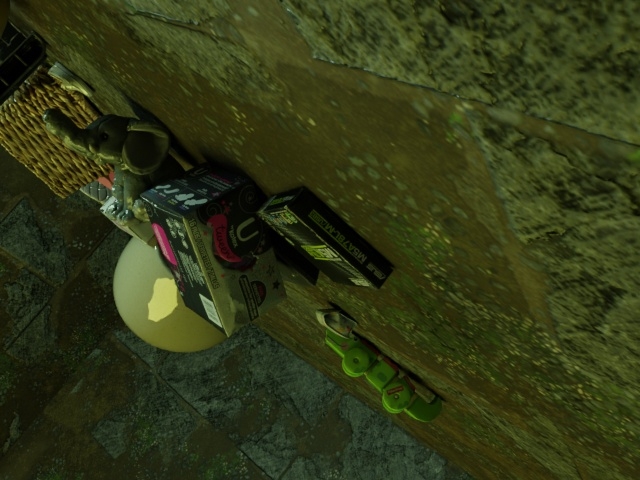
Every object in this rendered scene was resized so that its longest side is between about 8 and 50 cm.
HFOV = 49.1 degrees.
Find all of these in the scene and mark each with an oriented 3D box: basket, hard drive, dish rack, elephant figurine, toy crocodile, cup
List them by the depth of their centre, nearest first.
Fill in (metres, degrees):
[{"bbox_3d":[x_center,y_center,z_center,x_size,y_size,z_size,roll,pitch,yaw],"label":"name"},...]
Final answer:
[{"bbox_3d":[-0.342,-0.158,1.255,0.169,0.186,0.239,-4,119,20],"label":"elephant figurine"},{"bbox_3d":[-0.666,-0.375,1.262,0.271,0.208,0.074,46,173,-23],"label":"dish rack"},{"bbox_3d":[-0.104,0.016,1.393,0.172,0.054,0.254,43,166,-21],"label":"hard drive"},{"bbox_3d":[-0.294,0.060,1.574,0.331,0.331,0.237,38,151,3],"label":"cup"},{"bbox_3d":[-0.592,-0.285,1.609,0.299,0.223,0.213,54,-167,-51],"label":"basket"},{"bbox_3d":[0.146,0.327,1.728,0.340,0.105,0.115,40,169,15],"label":"toy crocodile"}]

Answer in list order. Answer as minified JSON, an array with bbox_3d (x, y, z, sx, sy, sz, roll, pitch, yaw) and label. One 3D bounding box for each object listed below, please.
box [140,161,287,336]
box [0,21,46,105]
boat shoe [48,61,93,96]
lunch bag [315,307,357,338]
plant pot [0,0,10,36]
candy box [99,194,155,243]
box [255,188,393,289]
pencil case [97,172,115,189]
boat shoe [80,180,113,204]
[{"bbox_3d":[-0.178,0.012,1.218,0.163,0.142,0.247,24,139,47],"label":"box"},{"bbox_3d":[-0.658,-0.361,1.378,0.158,0.156,0.093,45,165,-29],"label":"box"},{"bbox_3d":[-0.491,-0.308,1.373,0.100,0.035,0.035,38,167,4],"label":"boat shoe"},{"bbox_3d":[0.033,0.183,1.611,0.083,0.053,0.071,31,171,-12],"label":"lunch bag"},{"bbox_3d":[-0.639,-0.385,1.092,0.254,0.254,0.239,27,178,41],"label":"plant pot"},{"bbox_3d":[-0.379,-0.091,1.530,0.070,0.165,0.196,47,165,-30],"label":"candy box"},{"bbox_3d":[0.000,0.000,1.072,0.184,0.045,0.190,44,167,-14],"label":"box"},{"bbox_3d":[-0.518,-0.179,1.786,0.209,0.095,0.098,35,-155,14],"label":"pencil case"},{"bbox_3d":[-0.661,-0.161,2.186,0.324,0.123,0.116,43,169,-11],"label":"boat shoe"}]
